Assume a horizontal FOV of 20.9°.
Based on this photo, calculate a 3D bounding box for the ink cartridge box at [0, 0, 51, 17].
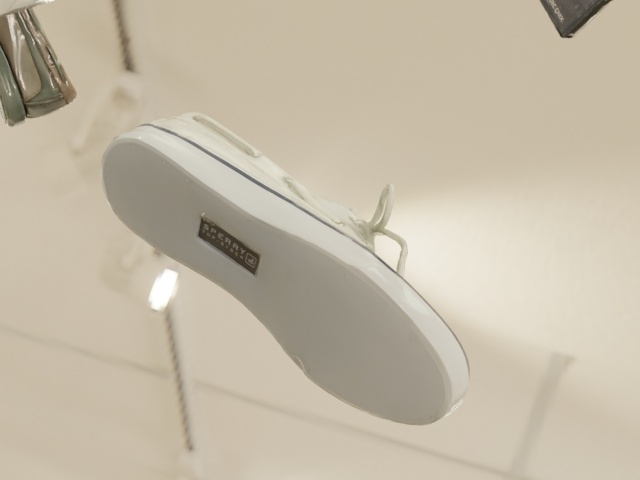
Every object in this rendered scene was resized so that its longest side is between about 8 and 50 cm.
[{"bbox_3d":[-0.241,-0.183,1.012,0.308,0.091,0.385,-20,3,-20],"label":"ink cartridge box"}]

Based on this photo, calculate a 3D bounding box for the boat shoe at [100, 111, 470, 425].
[{"bbox_3d":[-0.003,0.006,1.461,0.367,0.156,0.136,33,-49,20],"label":"boat shoe"}]

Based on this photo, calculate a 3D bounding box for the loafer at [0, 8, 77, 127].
[{"bbox_3d":[-0.337,-0.256,1.859,0.084,0.267,0.096,-17,-4,-14],"label":"loafer"}]

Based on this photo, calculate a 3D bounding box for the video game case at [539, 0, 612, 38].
[{"bbox_3d":[0.303,-0.372,1.823,0.026,0.196,0.274,-6,-28,-43],"label":"video game case"}]
